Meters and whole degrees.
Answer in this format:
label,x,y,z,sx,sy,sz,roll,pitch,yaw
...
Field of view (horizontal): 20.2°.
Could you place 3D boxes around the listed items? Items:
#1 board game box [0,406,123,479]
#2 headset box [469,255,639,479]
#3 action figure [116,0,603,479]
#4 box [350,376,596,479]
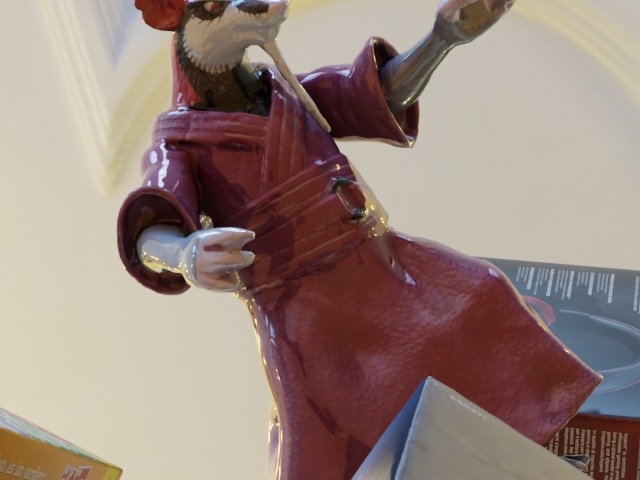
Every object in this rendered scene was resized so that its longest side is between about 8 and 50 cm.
label,x,y,z,sx,sy,sz,roll,pitch,yaw
board game box,-0.175,0.059,0.682,0.124,0.259,0.039,24,-95,18
headset box,0.167,0.112,1.339,0.293,0.218,0.110,5,-61,11
action figure,0.000,0.000,1.049,0.248,0.275,0.370,-27,-94,-25
box,0.022,0.251,0.705,0.182,0.296,0.294,32,-76,1
